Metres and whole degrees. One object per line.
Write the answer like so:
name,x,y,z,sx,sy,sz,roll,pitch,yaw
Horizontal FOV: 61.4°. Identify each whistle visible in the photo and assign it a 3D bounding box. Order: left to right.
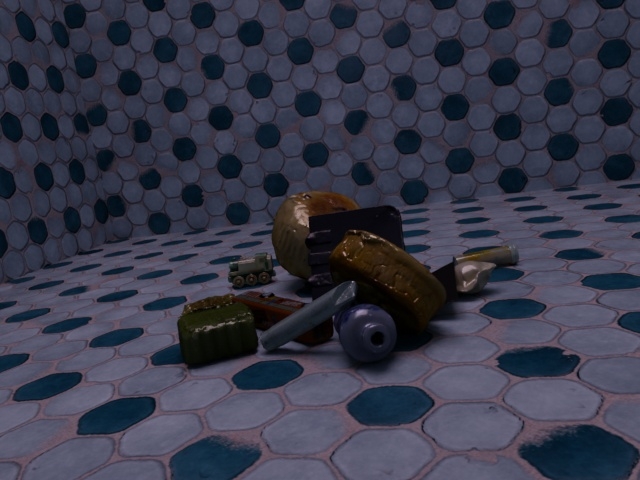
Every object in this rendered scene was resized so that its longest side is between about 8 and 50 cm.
whistle,-0.030,0.196,1.381,0.312,0.062,0.062,-34,-1,27

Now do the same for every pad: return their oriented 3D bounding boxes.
pad,0.333,0.149,1.603,0.160,0.009,0.265,-30,12,20

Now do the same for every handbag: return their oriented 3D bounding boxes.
handbag,0.111,0.055,1.724,0.329,0.303,0.122,-8,-18,13

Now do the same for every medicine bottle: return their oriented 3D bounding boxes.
medicine bottle,0.581,0.066,1.904,0.218,0.073,0.074,-11,11,-2

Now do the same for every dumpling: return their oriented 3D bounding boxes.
dumpling,0.450,0.120,1.647,0.169,0.099,0.134,-5,15,22

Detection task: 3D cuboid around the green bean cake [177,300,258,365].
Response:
green bean cake,-0.287,0.253,1.498,0.214,0.113,0.200,-12,11,-18

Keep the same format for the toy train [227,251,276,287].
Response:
toy train,-0.278,0.117,2.153,0.194,0.125,0.081,-8,8,1

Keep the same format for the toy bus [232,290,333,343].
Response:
toy bus,-0.119,0.219,1.594,0.092,0.093,0.409,-18,14,-38

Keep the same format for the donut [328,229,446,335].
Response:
donut,0.163,0.120,1.431,0.160,0.330,0.330,-51,25,-13

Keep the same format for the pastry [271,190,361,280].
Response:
pastry,0.000,0.000,2.014,0.389,0.312,0.388,8,39,-6

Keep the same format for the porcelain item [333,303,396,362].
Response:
porcelain item,0.103,0.222,1.338,0.141,0.141,0.259,-11,1,-11

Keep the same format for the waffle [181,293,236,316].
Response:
waffle,-0.363,0.236,1.795,0.208,0.054,0.214,-9,16,-17
